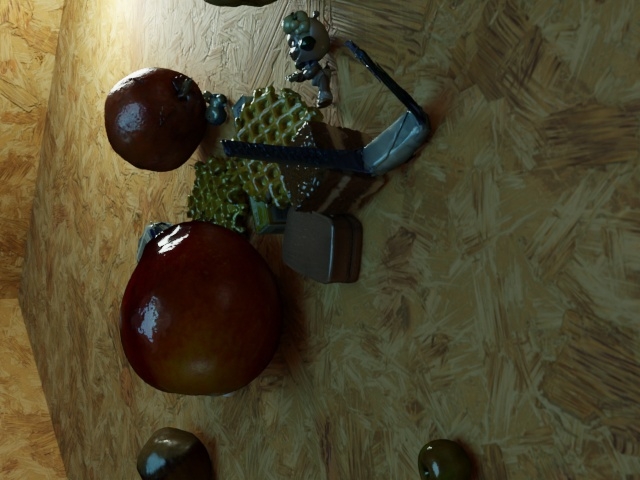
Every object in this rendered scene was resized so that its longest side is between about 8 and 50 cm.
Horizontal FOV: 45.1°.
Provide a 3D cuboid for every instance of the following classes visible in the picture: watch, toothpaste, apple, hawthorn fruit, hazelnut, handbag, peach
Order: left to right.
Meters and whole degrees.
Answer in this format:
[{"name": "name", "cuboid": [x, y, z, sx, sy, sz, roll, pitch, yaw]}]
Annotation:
[{"name": "hawthorn fruit", "cuboid": [-0.403, -0.329, 1.970, 0.307, 0.276, 0.276, -26, 70, 50]}, {"name": "hazelnut", "cuboid": [-0.394, 0.605, 2.057, 0.210, 0.186, 0.210, -8, 78, 40]}, {"name": "peach", "cuboid": [-0.260, 0.146, 1.682, 0.388, 0.388, 0.388, 3, 94, 57]}, {"name": "toothpaste", "cuboid": [-0.120, -0.169, 1.695, 0.071, 0.089, 0.313, -37, 61, 56]}, {"name": "handbag", "cuboid": [0.000, 0.000, 1.532, 0.193, 0.072, 0.151, 22, 109, 57]}, {"name": "watch", "cuboid": [0.027, -0.170, 1.260, 0.276, 0.274, 0.068, -33, 58, 22]}, {"name": "apple", "cuboid": [0.197, 0.365, 1.237, 0.089, 0.074, 0.089, 7, 98, 59]}]

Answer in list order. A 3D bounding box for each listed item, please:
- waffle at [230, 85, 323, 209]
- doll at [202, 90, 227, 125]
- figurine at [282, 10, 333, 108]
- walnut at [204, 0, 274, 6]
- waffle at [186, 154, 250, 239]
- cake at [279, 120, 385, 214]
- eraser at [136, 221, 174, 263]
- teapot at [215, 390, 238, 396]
[{"name": "waffle", "cuboid": [-0.095, -0.191, 1.582, 0.254, 0.052, 0.245, 28, 105, 39]}, {"name": "doll", "cuboid": [-0.259, -0.330, 1.937, 0.076, 0.050, 0.083, 21, 108, 39]}, {"name": "figurine", "cuboid": [-0.025, -0.362, 1.535, 0.147, 0.093, 0.197, 136, 129, -80]}, {"name": "walnut", "cuboid": [-0.156, -0.617, 1.580, 0.282, 0.253, 0.277, -18, 78, 55]}, {"name": "waffle", "cuboid": [-0.264, -0.085, 1.937, 0.293, 0.069, 0.260, 36, 122, 49]}, {"name": "cake", "cuboid": [0.021, -0.132, 1.423, 0.135, 0.147, 0.134, -48, 54, 46]}, {"name": "eraser", "cuboid": [-0.414, 0.096, 2.145, 0.332, 0.101, 0.155, 54, 132, 40]}, {"name": "teapot", "cuboid": [-0.261, 0.321, 1.924, 0.226, 0.092, 0.145, 35, 122, 50]}]
